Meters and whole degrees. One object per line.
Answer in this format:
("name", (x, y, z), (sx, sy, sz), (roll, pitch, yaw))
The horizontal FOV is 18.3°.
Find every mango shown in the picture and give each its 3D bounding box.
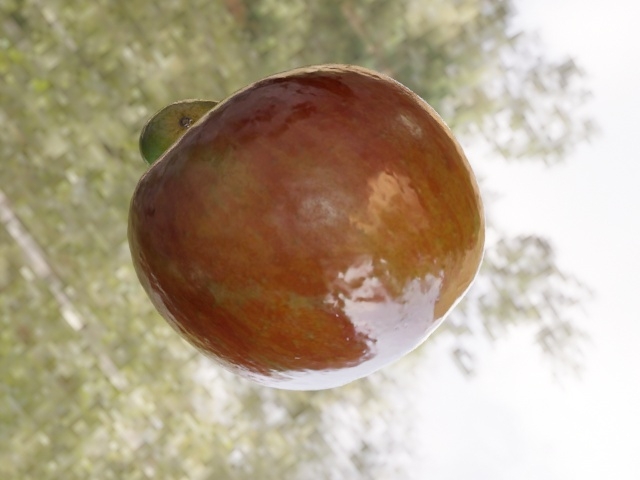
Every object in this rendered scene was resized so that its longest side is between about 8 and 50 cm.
("mango", (-0.122, -0.107, 2.170), (0.122, 0.191, 0.085), (-29, -106, 24))

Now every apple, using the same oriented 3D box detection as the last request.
("apple", (0.000, 0.000, 1.725), (0.301, 0.301, 0.301), (-26, -149, 17))
